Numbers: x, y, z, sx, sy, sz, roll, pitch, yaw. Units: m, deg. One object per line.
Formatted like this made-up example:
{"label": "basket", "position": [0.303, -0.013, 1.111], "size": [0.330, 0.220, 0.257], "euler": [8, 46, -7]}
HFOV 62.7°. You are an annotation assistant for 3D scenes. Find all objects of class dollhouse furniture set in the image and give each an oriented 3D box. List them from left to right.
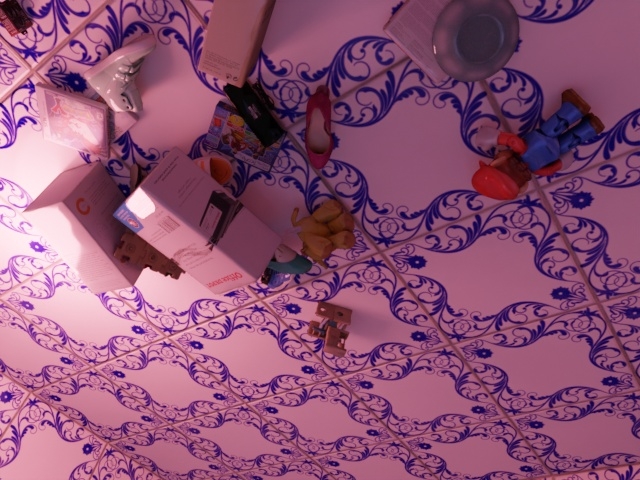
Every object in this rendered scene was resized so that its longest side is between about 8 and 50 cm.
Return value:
{"label": "dollhouse furniture set", "position": [0.022, 0.330, 1.825], "size": [0.129, 0.183, 0.129], "euler": [17, 131, -3]}

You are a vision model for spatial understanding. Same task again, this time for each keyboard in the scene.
{"label": "keyboard", "position": [-0.162, -0.347, 1.378], "size": [0.100, 0.038, 0.192], "euler": [-30, 105, 25]}

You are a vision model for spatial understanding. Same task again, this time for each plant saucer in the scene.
{"label": "plant saucer", "position": [0.345, -0.443, 1.153], "size": [0.195, 0.037, 0.195], "euler": [-1, 117, -2]}

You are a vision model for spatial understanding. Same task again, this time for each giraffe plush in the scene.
{"label": "giraffe plush", "position": [0.000, 0.000, 1.580], "size": [0.210, 0.181, 0.170], "euler": [-5, 151, 3]}

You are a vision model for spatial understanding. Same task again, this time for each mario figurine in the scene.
{"label": "mario figurine", "position": [0.515, -0.234, 1.315], "size": [0.320, 0.170, 0.198], "euler": [-38, 78, 23]}

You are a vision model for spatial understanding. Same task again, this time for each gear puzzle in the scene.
{"label": "gear puzzle", "position": [-0.490, 0.027, 1.695], "size": [0.044, 0.175, 0.339], "euler": [16, 170, 45]}

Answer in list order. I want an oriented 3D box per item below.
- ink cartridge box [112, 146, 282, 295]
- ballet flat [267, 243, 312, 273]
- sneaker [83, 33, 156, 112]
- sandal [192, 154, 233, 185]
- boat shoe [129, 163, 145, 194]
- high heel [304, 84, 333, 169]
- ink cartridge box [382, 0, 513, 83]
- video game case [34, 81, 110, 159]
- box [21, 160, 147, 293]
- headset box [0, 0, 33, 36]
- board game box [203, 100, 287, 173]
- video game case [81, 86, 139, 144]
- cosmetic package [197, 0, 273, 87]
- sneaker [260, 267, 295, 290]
{"label": "ink cartridge box", "position": [-0.350, -0.037, 1.502], "size": [0.395, 0.166, 0.285], "euler": [42, 147, -19]}
{"label": "ballet flat", "position": [-0.144, 0.048, 1.656], "size": [0.247, 0.083, 0.087], "euler": [8, 131, 30]}
{"label": "sneaker", "position": [-0.474, -0.418, 1.345], "size": [0.256, 0.094, 0.151], "euler": [-15, 120, 35]}
{"label": "sandal", "position": [-0.381, -0.178, 1.544], "size": [0.265, 0.076, 0.102], "euler": [-8, 128, 17]}
{"label": "boat shoe", "position": [-0.554, -0.178, 1.604], "size": [0.043, 0.049, 0.137], "euler": [-14, 139, -34]}
{"label": "high heel", "position": [-0.005, -0.269, 1.363], "size": [0.082, 0.117, 0.244], "euler": [12, 131, 1]}
{"label": "ink cartridge box", "position": [0.280, -0.495, 1.172], "size": [0.181, 0.056, 0.224], "euler": [38, 108, -20]}
{"label": "video game case", "position": [-0.697, -0.333, 1.488], "size": [0.201, 0.023, 0.183], "euler": [18, 134, -1]}
{"label": "box", "position": [-0.699, -0.034, 1.639], "size": [0.168, 0.215, 0.345], "euler": [-11, 126, 21]}
{"label": "headset box", "position": [-0.765, -0.554, 1.311], "size": [0.032, 0.062, 0.083], "euler": [-13, 125, 22]}
{"label": "board game box", "position": [-0.208, -0.281, 1.449], "size": [0.201, 0.035, 0.136], "euler": [24, 130, -9]}
{"label": "video game case", "position": [-0.613, -0.352, 1.480], "size": [0.157, 0.019, 0.143], "euler": [-28, 120, 31]}
{"label": "cosmetic package", "position": [-0.166, -0.519, 1.157], "size": [0.113, 0.160, 0.309], "euler": [22, 132, -9]}
{"label": "sneaker", "position": [-0.144, 0.111, 1.754], "size": [0.085, 0.058, 0.152], "euler": [28, 137, -23]}
